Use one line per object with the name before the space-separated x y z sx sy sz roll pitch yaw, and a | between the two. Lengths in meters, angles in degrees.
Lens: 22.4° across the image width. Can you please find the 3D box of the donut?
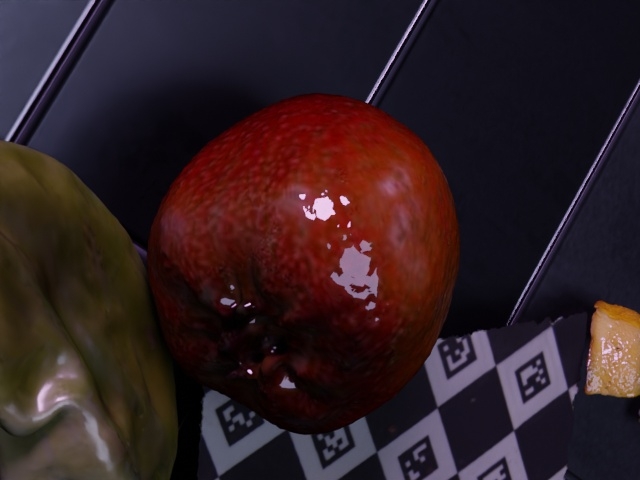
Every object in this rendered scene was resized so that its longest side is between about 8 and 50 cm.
donut | 0.196 0.073 1.063 0.083 0.037 0.067 44 51 -72

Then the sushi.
sushi | 0.031 0.178 0.987 0.290 0.050 0.264 -5 105 -36

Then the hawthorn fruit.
hawthorn fruit | 0.000 0.000 0.842 0.188 0.169 0.169 -59 134 -45

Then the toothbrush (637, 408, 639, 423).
toothbrush | 0.341 0.103 1.222 0.294 0.028 0.026 -12 110 -40

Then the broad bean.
broad bean | -0.132 0.044 0.800 0.153 0.072 0.207 -53 130 -62
